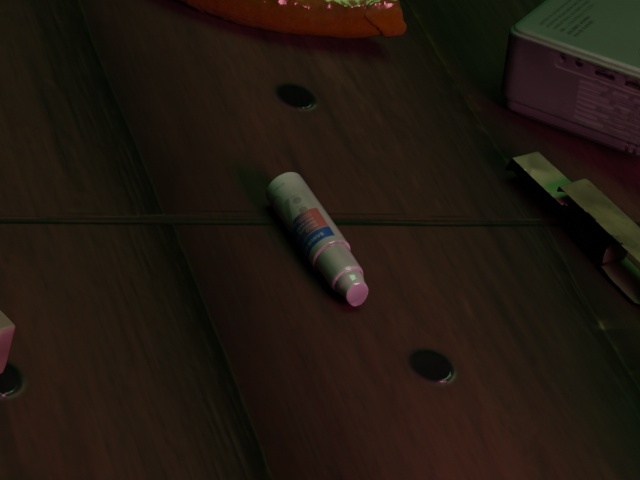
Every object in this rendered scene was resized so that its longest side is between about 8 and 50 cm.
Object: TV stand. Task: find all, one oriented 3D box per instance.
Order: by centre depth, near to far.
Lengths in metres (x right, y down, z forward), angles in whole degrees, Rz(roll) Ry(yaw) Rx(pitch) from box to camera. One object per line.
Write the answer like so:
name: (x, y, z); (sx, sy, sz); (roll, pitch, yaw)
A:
TV stand: (0.245, 0.006, 1.649); (0.036, 0.042, 0.249); (-18, 51, -34)

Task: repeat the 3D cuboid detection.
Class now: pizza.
pizza: (-0.088, -0.274, 1.825); (0.365, 0.074, 0.182); (19, 38, -1)

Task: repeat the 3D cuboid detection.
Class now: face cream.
face cream: (0.000, 0.000, 1.550); (0.034, 0.034, 0.130); (-7, 45, -31)

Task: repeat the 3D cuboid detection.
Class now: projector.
projector: (0.300, -0.172, 1.834); (0.192, 0.099, 0.256); (23, 37, 22)

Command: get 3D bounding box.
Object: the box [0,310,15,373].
box: (-0.397, -0.004, 1.357); (0.204, 0.051, 0.365); (-22, 53, -42)
